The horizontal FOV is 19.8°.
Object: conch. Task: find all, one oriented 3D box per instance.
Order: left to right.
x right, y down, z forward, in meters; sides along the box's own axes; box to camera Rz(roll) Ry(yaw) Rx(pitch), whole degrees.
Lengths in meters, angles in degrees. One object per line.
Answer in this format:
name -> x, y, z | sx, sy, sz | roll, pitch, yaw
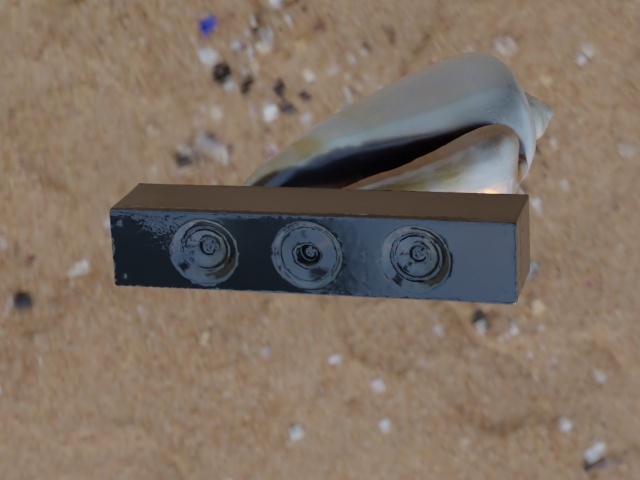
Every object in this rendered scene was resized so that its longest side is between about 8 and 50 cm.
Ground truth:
conch -> 0.044, -0.045, 0.949 | 0.176, 0.104, 0.094 | -5, 137, -26

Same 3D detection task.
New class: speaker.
speaker -> 0.000, 0.000, 0.850 | 0.191, 0.046, 0.040 | 2, 109, 15
